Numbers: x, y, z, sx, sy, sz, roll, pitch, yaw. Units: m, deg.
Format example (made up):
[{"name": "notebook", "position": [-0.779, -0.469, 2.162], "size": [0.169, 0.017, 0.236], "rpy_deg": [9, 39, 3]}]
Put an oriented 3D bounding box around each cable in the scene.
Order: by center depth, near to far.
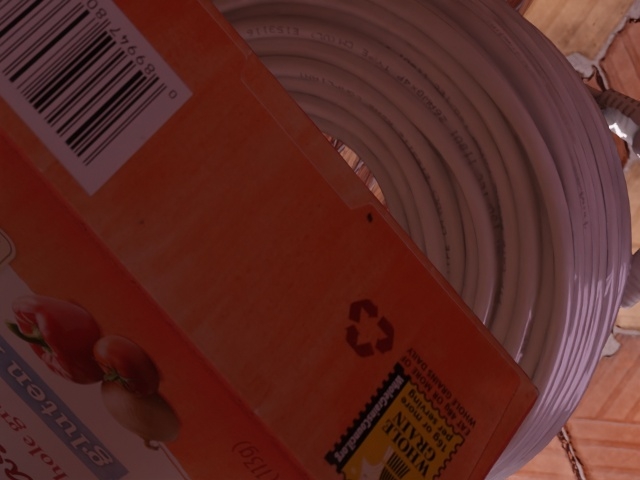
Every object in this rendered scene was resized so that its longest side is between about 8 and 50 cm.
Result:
[{"name": "cable", "position": [0.000, 0.000, 0.777], "size": [0.257, 0.257, 0.089], "rpy_deg": [-57, 168, 22]}]

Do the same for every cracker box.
[{"name": "cracker box", "position": [-0.082, 0.029, 0.445], "size": [0.232, 0.156, 0.067], "rpy_deg": [-28, -163, 50]}]
